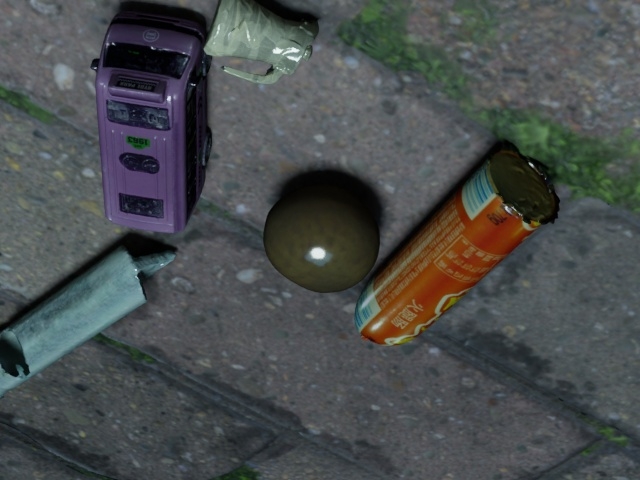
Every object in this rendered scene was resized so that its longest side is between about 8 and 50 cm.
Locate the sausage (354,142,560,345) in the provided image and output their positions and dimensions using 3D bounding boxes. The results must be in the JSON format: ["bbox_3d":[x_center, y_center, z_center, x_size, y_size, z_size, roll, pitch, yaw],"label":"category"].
[{"bbox_3d":[0.104,0.021,1.106,0.083,0.083,0.264,27,137,-14],"label":"sausage"}]

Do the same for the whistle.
[{"bbox_3d":[-0.260,0.083,1.262,0.062,0.062,0.312,39,130,-25],"label":"whistle"}]

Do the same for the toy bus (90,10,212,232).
[{"bbox_3d":[-0.137,-0.094,1.024,0.087,0.098,0.178,10,136,4],"label":"toy bus"}]

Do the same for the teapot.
[{"bbox_3d":[-0.046,-0.156,0.969,0.083,0.067,0.057,16,-178,-13],"label":"teapot"}]

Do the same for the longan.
[{"bbox_3d":[0.000,0.000,1.095,0.113,0.092,0.113,2,157,1],"label":"longan"}]
